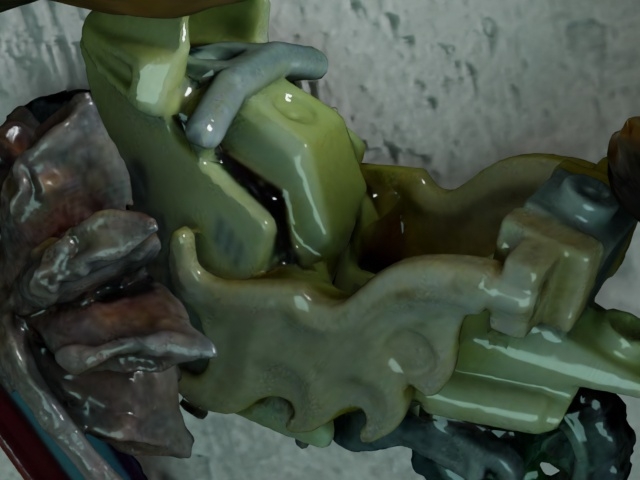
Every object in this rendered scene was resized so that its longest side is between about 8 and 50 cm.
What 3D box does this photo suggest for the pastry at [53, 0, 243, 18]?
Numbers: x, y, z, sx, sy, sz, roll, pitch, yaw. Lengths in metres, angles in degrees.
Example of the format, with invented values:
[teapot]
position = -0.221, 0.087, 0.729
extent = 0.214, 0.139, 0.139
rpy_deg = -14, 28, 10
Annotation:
[pastry]
position = -0.127, -0.283, 0.668
extent = 0.409, 0.245, 0.409
rpy_deg = 19, 130, 25

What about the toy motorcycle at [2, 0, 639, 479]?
[toy motorcycle]
position = 0.000, 0.000, 0.852
extent = 0.410, 0.169, 0.237
rpy_deg = 29, 126, 11

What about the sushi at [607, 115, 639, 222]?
[sushi]
position = 0.349, -0.037, 0.691
extent = 0.417, 0.176, 0.417
rpy_deg = 12, 153, 6

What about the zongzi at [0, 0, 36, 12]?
[zongzi]
position = -0.273, -0.106, 0.881
extent = 0.242, 0.112, 0.221
rpy_deg = 24, 114, -4

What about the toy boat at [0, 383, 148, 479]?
[toy boat]
position = -0.156, 0.156, 0.987
extent = 0.079, 0.136, 0.392
rpy_deg = -32, 106, -16

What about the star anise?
[star anise]
position = -0.127, 0.039, 0.794
extent = 0.231, 0.089, 0.209
rpy_deg = 59, 149, 22
